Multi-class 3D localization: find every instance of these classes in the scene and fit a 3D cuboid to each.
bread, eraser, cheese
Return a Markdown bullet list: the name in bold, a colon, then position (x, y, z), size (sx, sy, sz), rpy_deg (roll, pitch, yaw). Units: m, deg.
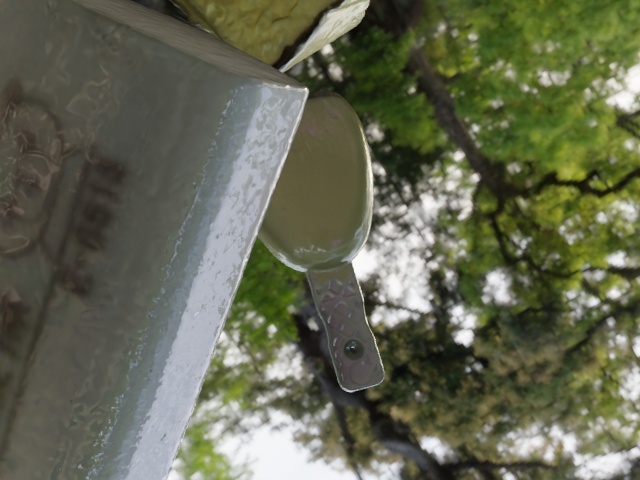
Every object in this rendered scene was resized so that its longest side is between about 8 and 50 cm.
- **bread**: position (-0.078, -0.275, 0.867), size (0.178, 0.266, 0.142), rpy_deg (-42, 176, 8)
- **eraser**: position (-0.126, 0.015, 0.516), size (0.095, 0.174, 0.270), rpy_deg (-4, 119, -54)
- **cheese**: position (0.000, 0.000, 0.627), size (0.097, 0.192, 0.037), rpy_deg (-12, 165, -16)
